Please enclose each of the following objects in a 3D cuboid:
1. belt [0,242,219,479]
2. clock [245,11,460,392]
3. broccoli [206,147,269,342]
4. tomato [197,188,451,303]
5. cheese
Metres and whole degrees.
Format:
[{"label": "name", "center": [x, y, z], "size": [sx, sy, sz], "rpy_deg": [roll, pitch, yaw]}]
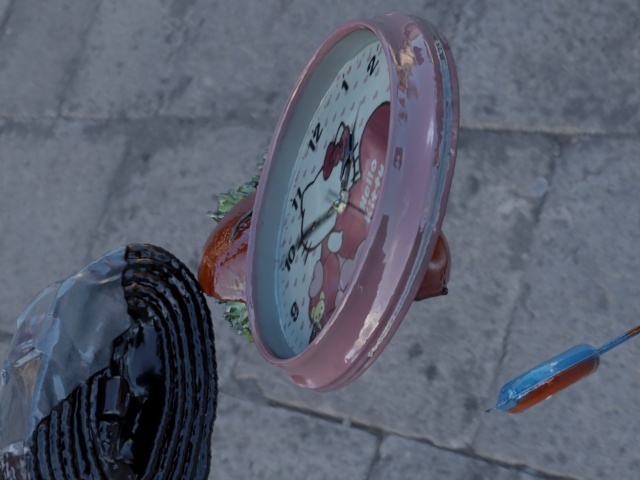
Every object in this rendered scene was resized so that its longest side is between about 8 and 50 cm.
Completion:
[{"label": "belt", "center": [-0.198, 0.152, 1.071], "size": [0.164, 0.184, 0.289], "rpy_deg": [-35, 44, 56]}, {"label": "clock", "center": [0.018, -0.025, 0.737], "size": [0.244, 0.056, 0.244], "rpy_deg": [-167, 90, -69]}, {"label": "broccoli", "center": [-0.016, 0.004, 1.828], "size": [0.272, 0.334, 0.324], "rpy_deg": [-44, 58, 42]}, {"label": "tomato", "center": [0.005, -0.005, 1.052], "size": [0.228, 0.228, 0.101], "rpy_deg": [16, 107, 44]}, {"label": "cheese", "center": [0.280, 0.130, 1.257], "size": [0.037, 0.256, 0.106], "rpy_deg": [63, 154, 11]}]
